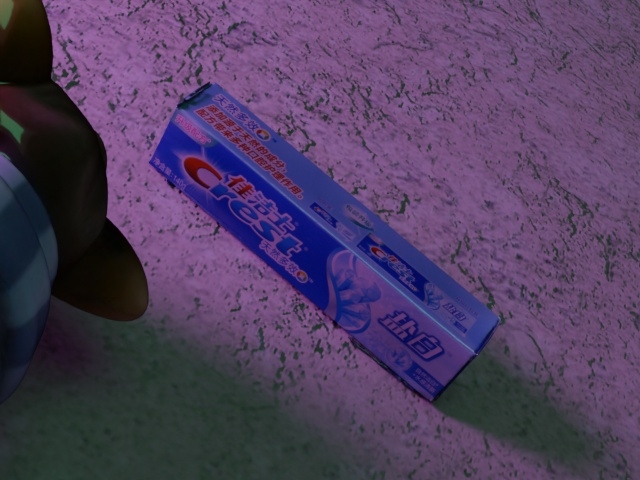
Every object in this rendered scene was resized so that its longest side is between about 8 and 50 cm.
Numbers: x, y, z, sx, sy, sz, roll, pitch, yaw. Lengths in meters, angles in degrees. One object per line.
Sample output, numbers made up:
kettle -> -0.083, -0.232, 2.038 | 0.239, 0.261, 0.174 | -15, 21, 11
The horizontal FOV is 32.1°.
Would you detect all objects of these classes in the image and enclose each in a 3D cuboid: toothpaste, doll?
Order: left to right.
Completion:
doll -> -0.248, 0.018, 0.549 | 0.318, 0.209, 0.340 | 59, 39, -22
toothpaste -> 0.000, 0.000, 0.795 | 0.272, 0.066, 0.053 | 40, 43, 7
